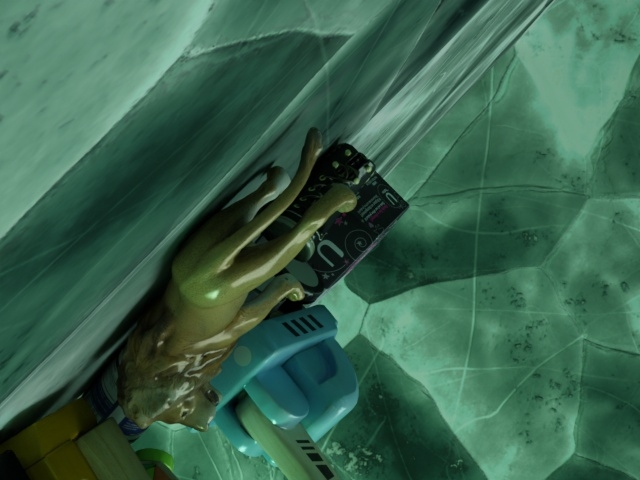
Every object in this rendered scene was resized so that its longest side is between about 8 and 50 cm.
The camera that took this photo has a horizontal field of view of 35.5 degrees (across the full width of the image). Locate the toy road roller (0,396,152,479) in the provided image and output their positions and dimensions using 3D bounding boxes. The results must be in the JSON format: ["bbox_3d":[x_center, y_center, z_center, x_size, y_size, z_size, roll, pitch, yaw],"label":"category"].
[{"bbox_3d":[-0.327,0.328,1.047,0.240,0.203,0.329,-32,179,13],"label":"toy road roller"}]

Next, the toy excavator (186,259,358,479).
[{"bbox_3d":[-0.047,0.242,1.344,0.222,0.445,0.433,-47,166,19],"label":"toy excavator"}]

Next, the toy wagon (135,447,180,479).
[{"bbox_3d":[-0.319,0.382,1.218,0.068,0.344,0.267,86,3,-49],"label":"toy wagon"}]

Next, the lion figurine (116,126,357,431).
[{"bbox_3d":[-0.113,0.052,1.082,0.240,0.142,0.392,-35,158,-31],"label":"lion figurine"}]

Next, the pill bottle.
[{"bbox_3d":[-0.233,0.184,1.288,0.169,0.094,0.094,-47,177,27],"label":"pill bottle"}]

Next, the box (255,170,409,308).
[{"bbox_3d":[0.000,0.000,1.619,0.247,0.142,0.163,-48,177,32],"label":"box"}]

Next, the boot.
[{"bbox_3d":[0.000,-0.060,1.367,0.179,0.085,0.236,-48,-176,-6],"label":"boot"}]
